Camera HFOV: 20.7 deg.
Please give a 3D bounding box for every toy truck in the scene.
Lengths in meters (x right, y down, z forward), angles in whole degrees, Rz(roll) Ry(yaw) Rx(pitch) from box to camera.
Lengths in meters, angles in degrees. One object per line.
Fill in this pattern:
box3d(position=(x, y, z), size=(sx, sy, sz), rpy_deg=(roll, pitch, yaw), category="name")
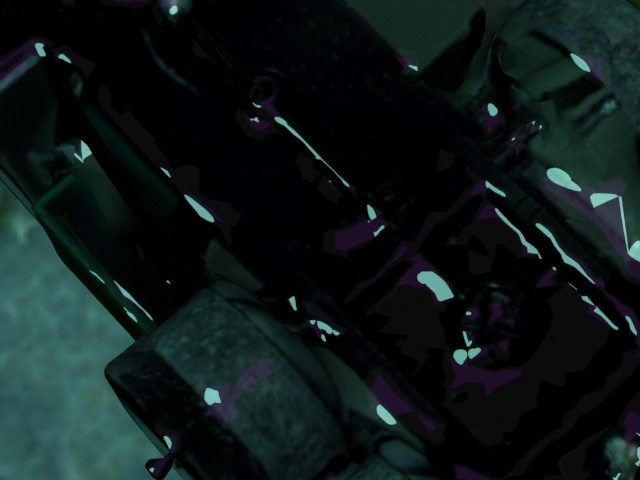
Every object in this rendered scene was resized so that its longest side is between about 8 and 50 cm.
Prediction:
box3d(position=(-0.001, -0.004, 0.520), size=(0.176, 0.178, 0.363), rpy_deg=(-41, 78, -12), category="toy truck")

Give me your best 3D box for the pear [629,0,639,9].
box3d(position=(0.164, -0.126, 0.508), size=(0.212, 0.212, 0.269), rpy_deg=(-24, 50, 2), category="pear")
